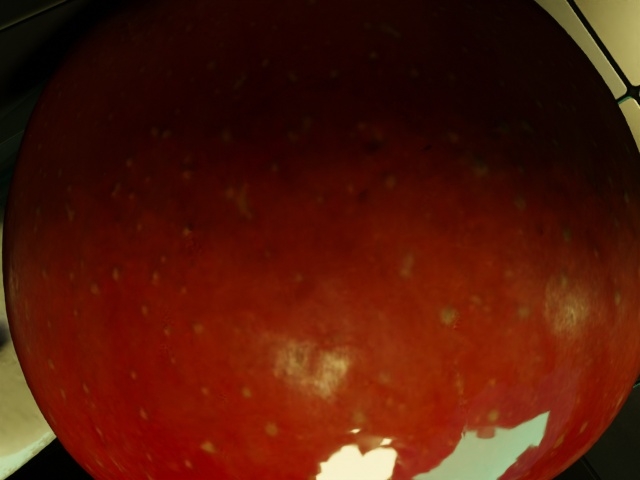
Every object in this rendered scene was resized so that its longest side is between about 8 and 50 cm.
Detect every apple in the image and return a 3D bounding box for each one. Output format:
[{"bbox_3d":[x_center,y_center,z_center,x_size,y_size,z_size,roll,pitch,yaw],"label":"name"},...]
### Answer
[{"bbox_3d":[0.000,0.000,0.508,0.261,0.216,0.260,-12,-177,1],"label":"apple"}]

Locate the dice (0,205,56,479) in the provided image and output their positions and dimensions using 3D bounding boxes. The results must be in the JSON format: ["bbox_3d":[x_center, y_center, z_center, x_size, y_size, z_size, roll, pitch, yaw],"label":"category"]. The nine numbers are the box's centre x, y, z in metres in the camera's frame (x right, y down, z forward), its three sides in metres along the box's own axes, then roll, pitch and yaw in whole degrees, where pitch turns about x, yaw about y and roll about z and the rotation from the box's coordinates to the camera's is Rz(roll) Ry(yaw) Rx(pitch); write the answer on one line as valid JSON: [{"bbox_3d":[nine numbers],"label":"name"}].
[{"bbox_3d":[-0.299,0.095,1.015,0.192,0.193,0.194,-42,-172,-39],"label":"dice"}]
